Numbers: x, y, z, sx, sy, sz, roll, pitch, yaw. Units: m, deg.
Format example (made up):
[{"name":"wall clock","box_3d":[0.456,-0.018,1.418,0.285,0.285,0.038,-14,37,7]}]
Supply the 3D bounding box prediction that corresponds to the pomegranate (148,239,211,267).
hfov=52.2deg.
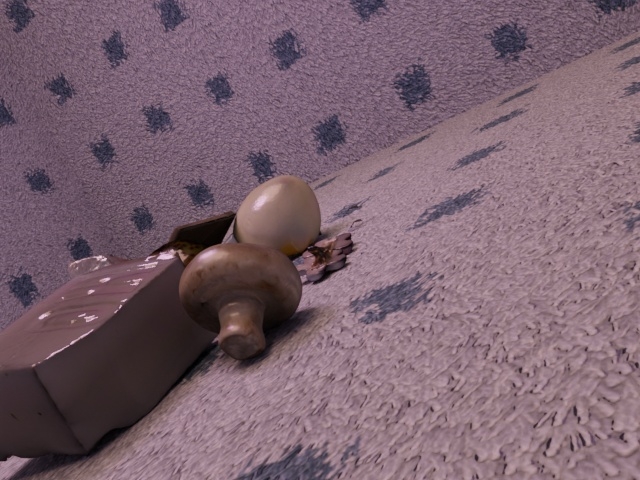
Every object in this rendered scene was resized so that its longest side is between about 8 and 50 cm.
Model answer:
[{"name":"pomegranate","box_3d":[-0.325,0.138,1.645,0.242,0.242,0.306,-31,-32,-16]}]

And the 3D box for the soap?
[{"name":"soap","box_3d":[-0.470,0.226,1.330,0.350,0.213,0.435,-8,23,25]}]

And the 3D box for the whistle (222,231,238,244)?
[{"name":"whistle","box_3d":[-0.227,0.023,2.092,0.290,0.163,0.163,-48,10,1]}]

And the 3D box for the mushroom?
[{"name":"mushroom","box_3d":[-0.155,0.128,1.279,0.243,0.244,0.243,-27,10,5]}]

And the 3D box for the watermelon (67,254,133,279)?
[{"name":"watermelon","box_3d":[-0.654,0.144,1.989,0.228,0.258,0.387,-37,24,11]}]

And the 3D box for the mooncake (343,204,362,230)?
[{"name":"mooncake","box_3d":[0.005,0.012,1.794,0.150,0.057,0.347,-7,26,29]}]

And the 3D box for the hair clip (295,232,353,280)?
[{"name":"hair clip","box_3d":[0.007,0.034,1.623,0.146,0.075,0.257,-22,5,16]}]

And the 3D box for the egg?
[{"name":"egg","box_3d":[-0.130,-0.085,1.955,0.264,0.174,0.286,27,50,23]}]

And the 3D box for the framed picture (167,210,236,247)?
[{"name":"framed picture","box_3d":[-0.368,0.042,1.846,0.247,0.022,0.335,-60,-11,18]}]
